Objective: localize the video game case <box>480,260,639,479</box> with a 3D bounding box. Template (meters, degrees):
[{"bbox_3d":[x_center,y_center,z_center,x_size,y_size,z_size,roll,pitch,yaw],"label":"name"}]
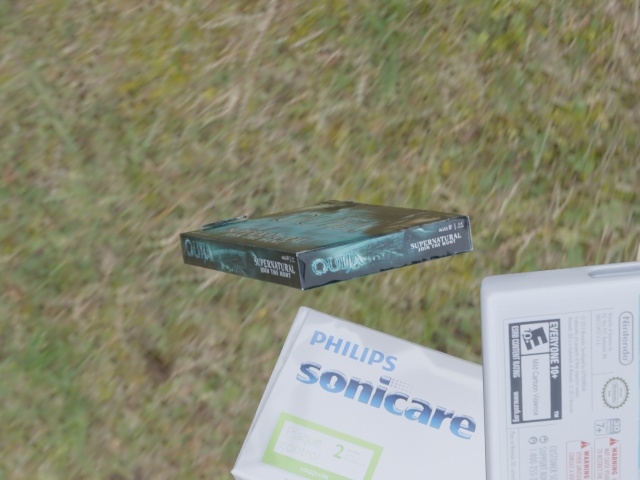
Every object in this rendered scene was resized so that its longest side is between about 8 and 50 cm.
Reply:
[{"bbox_3d":[0.131,0.077,0.699,0.143,0.019,0.157,-6,117,-3],"label":"video game case"}]

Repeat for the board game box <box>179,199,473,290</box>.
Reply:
[{"bbox_3d":[0.000,0.000,1.292,0.126,0.186,0.026,-13,100,-26],"label":"board game box"}]

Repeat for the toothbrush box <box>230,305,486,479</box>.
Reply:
[{"bbox_3d":[0.078,0.170,1.274,0.206,0.283,0.122,19,71,14],"label":"toothbrush box"}]
